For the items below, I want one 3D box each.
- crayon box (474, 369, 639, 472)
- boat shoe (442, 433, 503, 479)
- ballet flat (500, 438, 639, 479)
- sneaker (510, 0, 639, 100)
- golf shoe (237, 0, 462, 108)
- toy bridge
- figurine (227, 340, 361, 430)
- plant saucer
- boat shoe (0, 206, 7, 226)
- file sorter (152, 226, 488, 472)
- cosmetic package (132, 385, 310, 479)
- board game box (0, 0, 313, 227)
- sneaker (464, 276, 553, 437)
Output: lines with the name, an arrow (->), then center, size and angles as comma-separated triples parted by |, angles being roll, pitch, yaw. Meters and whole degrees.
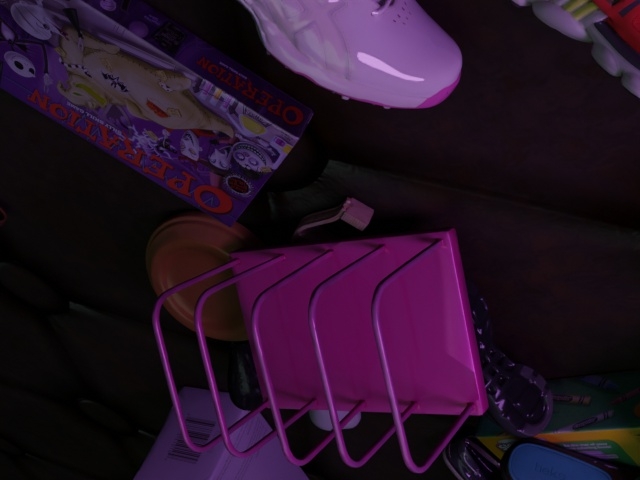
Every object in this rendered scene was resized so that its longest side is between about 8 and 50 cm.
crayon box -> 0.356, 0.247, 1.014 | 0.278, 0.081, 0.165 | -18, 127, 45
boat shoe -> 0.271, 0.366, 1.201 | 0.206, 0.075, 0.065 | 43, 146, 10
ballet flat -> 0.351, 0.312, 0.960 | 0.280, 0.095, 0.096 | 21, 157, 24
sneaker -> 0.204, -0.165, 0.483 | 0.279, 0.107, 0.118 | 39, 141, 23
golf shoe -> -0.009, -0.212, 0.606 | 0.306, 0.115, 0.140 | 31, 142, -10
toy bridge -> 0.000, 0.000, 0.955 | 0.063, 0.026, 0.188 | 29, 145, -4
figurine -> -0.048, 0.170, 1.166 | 0.215, 0.092, 0.209 | 10, 139, 20
plant saucer -> -0.143, 0.055, 1.057 | 0.200, 0.037, 0.200 | 11, 126, 16
boat shoe -> -0.518, -0.075, 1.150 | 0.060, 0.064, 0.178 | -8, 140, 32
file sorter -> -0.006, 0.118, 0.857 | 0.290, 0.182, 0.202 | -6, 102, 33
cosmetic package -> -0.160, 0.467, 1.515 | 0.156, 0.217, 0.385 | 4, 138, 27
board game box -> -0.199, -0.160, 0.851 | 0.347, 0.056, 0.208 | 31, 150, -9
sneaker -> 0.164, 0.134, 0.968 | 0.267, 0.101, 0.106 | 52, 158, -17
